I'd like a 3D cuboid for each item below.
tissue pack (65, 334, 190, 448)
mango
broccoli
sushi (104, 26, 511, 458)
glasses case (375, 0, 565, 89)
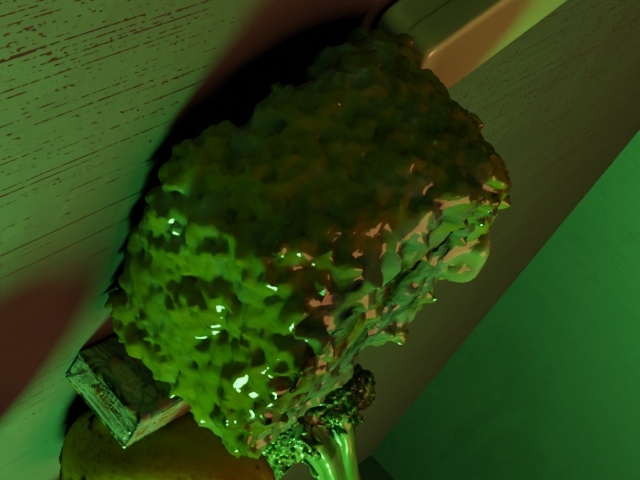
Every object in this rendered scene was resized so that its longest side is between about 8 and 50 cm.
[{"bbox_3d":[-0.193,0.153,1.329,0.148,0.108,0.060,-25,155,-51],"label":"tissue pack"},{"bbox_3d":[-0.186,0.269,1.408,0.191,0.290,0.160,62,39,-47],"label":"mango"},{"bbox_3d":[-0.019,0.316,2.057,0.288,0.235,0.260,-20,119,-40],"label":"broccoli"},{"bbox_3d":[0.000,0.000,1.181,0.351,0.240,0.396,-33,163,-36],"label":"sushi"},{"bbox_3d":[0.183,-0.260,1.282,0.313,0.070,0.131,-38,164,-23],"label":"glasses case"}]
